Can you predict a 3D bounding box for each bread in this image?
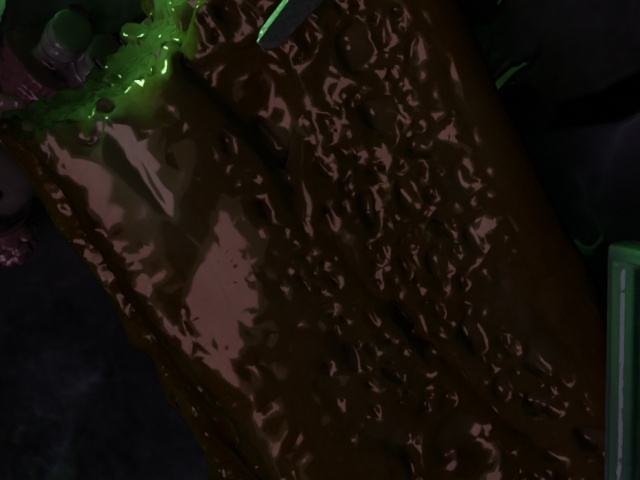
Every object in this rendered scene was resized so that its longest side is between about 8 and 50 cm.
[{"bbox_3d":[0.000,0.000,0.649,0.185,0.109,0.380,-29,109,-3],"label":"bread"}]

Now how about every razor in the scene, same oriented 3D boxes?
[{"bbox_3d":[0.246,0.052,0.625,0.277,0.056,0.111,-1,103,2],"label":"razor"}]

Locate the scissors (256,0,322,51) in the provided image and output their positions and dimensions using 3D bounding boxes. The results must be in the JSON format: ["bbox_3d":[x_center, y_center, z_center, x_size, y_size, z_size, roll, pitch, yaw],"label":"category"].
[{"bbox_3d":[0.041,-0.136,0.568,0.100,0.015,0.189,41,88,-9],"label":"scissors"}]

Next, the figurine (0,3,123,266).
[{"bbox_3d":[-0.129,-0.047,0.737,0.072,0.054,0.129,34,120,-20],"label":"figurine"}]
